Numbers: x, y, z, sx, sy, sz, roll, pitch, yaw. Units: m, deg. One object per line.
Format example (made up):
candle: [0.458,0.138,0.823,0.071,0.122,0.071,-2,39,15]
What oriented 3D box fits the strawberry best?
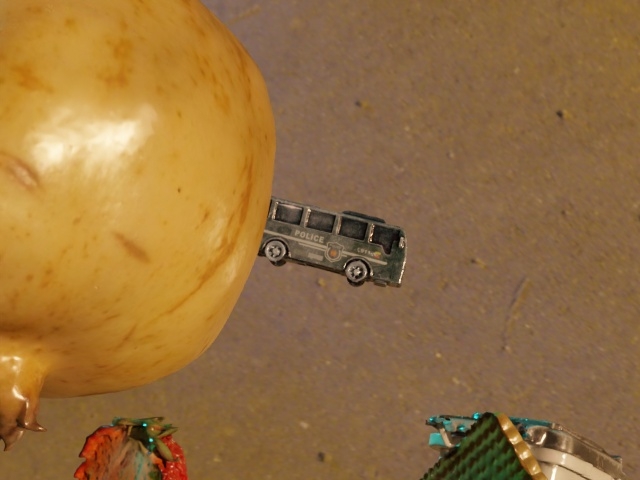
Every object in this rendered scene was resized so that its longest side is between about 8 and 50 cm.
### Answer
strawberry: [-0.202,0.278,1.204,0.146,0.082,0.187,34,100,43]

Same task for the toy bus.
toy bus: [0.000,0.000,1.025,0.166,0.047,0.065,14,82,4]

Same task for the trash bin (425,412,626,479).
trash bin: [0.273,0.450,1.636,0.256,0.296,0.368,1,68,41]

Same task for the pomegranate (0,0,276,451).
pomegranate: [-0.192,-0.030,0.738,0.342,0.342,0.342,-11,69,29]

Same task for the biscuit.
biscuit: [0.189,0.300,1.214,0.172,0.029,0.254,61,152,21]
